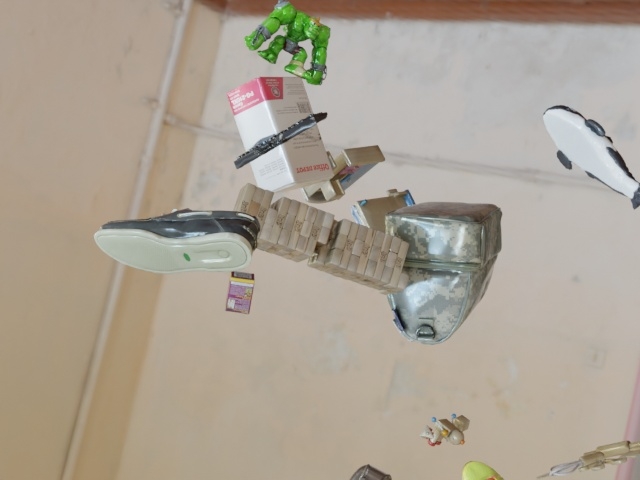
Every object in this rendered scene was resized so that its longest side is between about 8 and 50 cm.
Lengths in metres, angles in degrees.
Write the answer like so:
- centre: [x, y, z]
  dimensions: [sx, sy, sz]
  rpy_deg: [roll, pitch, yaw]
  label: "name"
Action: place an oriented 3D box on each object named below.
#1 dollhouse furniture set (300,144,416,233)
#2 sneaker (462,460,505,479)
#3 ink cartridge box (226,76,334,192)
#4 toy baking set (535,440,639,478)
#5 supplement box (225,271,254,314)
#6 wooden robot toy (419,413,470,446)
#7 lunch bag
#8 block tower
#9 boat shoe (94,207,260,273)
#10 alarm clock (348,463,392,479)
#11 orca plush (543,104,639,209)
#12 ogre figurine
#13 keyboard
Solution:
- centre: [0.079, -0.057, 2.280]
  dimensions: [0.286, 0.303, 0.198]
  rpy_deg: [-12, 160, -45]
  label: "dollhouse furniture set"
- centre: [0.328, 0.470, 1.608]
  dimensions: [0.081, 0.094, 0.208]
  rpy_deg: [-23, -136, -16]
  label: "sneaker"
- centre: [-0.084, -0.226, 1.924]
  dimensions: [0.100, 0.237, 0.172]
  rpy_deg: [-19, 179, 32]
  label: "ink cartridge box"
- centre: [0.632, 0.507, 2.069]
  dimensions: [0.196, 0.030, 0.256]
  rpy_deg: [-5, 164, -45]
  label: "toy baking set"
- centre: [-0.177, 0.114, 1.955]
  dimensions: [0.055, 0.083, 0.043]
  rpy_deg: [9, -160, -9]
  label: "supplement box"
- centre: [0.309, 0.463, 2.104]
  dimensions: [0.079, 0.076, 0.173]
  rpy_deg: [32, -164, 36]
  label: "wooden robot toy"
- centre: [0.248, 0.060, 1.822]
  dimensions: [0.212, 0.256, 0.305]
  rpy_deg: [2, -172, 20]
  label: "lunch bag"
- centre: [0.000, 0.000, 1.619]
  dimensions: [0.335, 0.097, 0.091]
  rpy_deg: [22, 165, -15]
  label: "block tower"
- centre: [-0.198, -0.005, 1.238]
  dimensions: [0.233, 0.079, 0.084]
  rpy_deg: [1, 137, 14]
  label: "boat shoe"
- centre: [0.072, 0.448, 1.560]
  dimensions: [0.064, 0.129, 0.192]
  rpy_deg: [25, 140, 21]
  label: "alarm clock"
- centre: [0.622, -0.206, 1.945]
  dimensions: [0.287, 0.102, 0.151]
  rpy_deg: [37, 146, 27]
  label: "orca plush"
- centre: [-0.052, -0.388, 1.727]
  dimensions: [0.197, 0.118, 0.097]
  rpy_deg: [22, -178, -23]
  label: "ogre figurine"
- centre: [-0.076, -0.180, 1.599]
  dimensions: [0.180, 0.023, 0.108]
  rpy_deg: [-28, -173, 25]
  label: "keyboard"
